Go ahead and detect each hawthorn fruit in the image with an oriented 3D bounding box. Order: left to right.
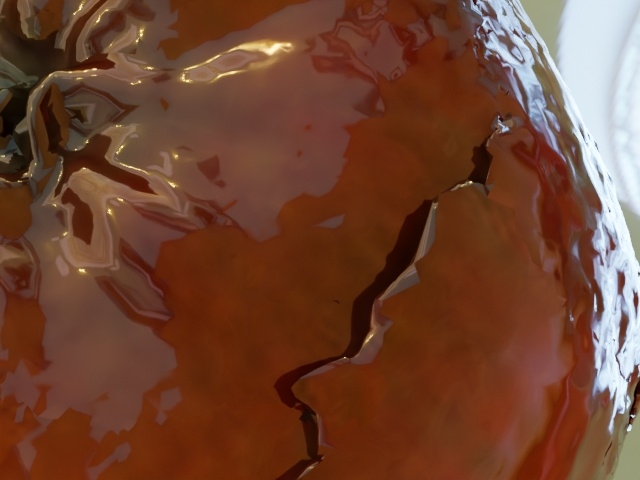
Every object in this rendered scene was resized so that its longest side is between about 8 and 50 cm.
[{"bbox_3d":[-0.027,0.030,0.489,0.276,0.276,0.307,-57,-42,-7],"label":"hawthorn fruit"}]
